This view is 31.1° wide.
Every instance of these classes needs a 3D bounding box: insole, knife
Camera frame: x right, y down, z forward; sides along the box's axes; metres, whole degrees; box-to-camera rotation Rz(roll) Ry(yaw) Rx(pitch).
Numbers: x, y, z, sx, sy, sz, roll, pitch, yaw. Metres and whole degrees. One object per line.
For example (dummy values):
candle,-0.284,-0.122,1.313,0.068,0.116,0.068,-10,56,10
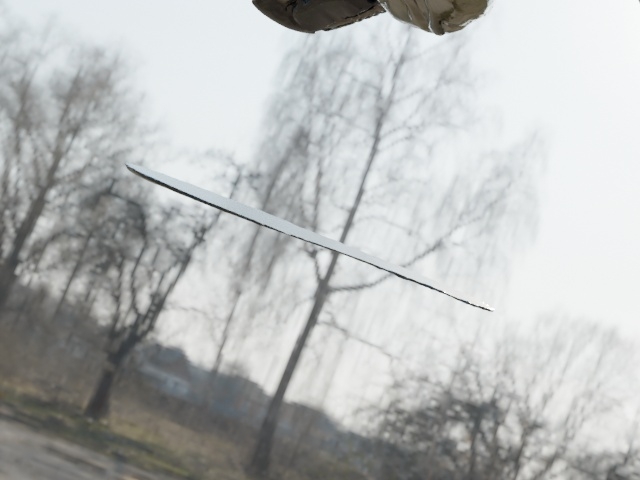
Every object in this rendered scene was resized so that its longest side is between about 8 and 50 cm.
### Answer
insole,0.000,0.001,0.601,0.232,0.003,0.080,21,4,-32
knife,0.074,-0.233,0.973,0.365,0.043,0.089,-7,-33,42

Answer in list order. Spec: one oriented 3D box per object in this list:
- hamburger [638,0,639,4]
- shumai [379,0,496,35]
hamburger,0.449,-0.278,0.986,0.318,0.195,0.277,-7,6,-32
shumai,0.081,-0.318,0.684,0.314,0.262,0.267,53,-4,-7
